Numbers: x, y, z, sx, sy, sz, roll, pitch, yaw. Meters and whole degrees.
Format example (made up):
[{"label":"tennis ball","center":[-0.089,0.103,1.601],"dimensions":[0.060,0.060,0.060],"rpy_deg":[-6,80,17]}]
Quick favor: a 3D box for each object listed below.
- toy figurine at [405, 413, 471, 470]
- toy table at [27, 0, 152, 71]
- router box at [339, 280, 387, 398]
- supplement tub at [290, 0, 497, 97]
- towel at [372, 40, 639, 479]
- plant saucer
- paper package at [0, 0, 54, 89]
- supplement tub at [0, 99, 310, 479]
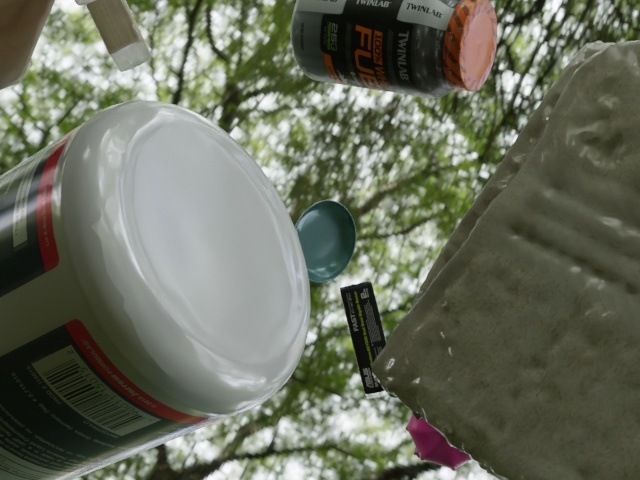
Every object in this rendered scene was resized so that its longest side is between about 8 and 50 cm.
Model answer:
[{"label":"toy figurine","center":[0.143,0.171,1.123],"dimensions":[0.130,0.159,0.173],"rpy_deg":[51,-42,12]},{"label":"toy table","center":[-0.166,-0.203,0.700],"dimensions":[0.274,0.252,0.161],"rpy_deg":[-25,-92,8]},{"label":"router box","center":[0.054,0.113,1.261],"dimensions":[0.038,0.123,0.092],"rpy_deg":[-14,-12,1]},{"label":"supplement tub","center":[0.075,-0.209,1.143],"dimensions":[0.190,0.117,0.117],"rpy_deg":[13,-46,30]},{"label":"towel","center":[0.149,0.041,0.388],"dimensions":[0.049,0.187,0.282],"rpy_deg":[30,5,-40]},{"label":"plant saucer","center":[0.000,0.000,1.602],"dimensions":[0.021,0.119,0.119],"rpy_deg":[13,-42,49]},{"label":"paper package","center":[-0.251,-0.131,0.394],"dimensions":[0.168,0.325,0.309],"rpy_deg":[52,-36,3]},{"label":"supplement tub","center":[-0.161,0.049,0.697],"dimensions":[0.272,0.191,0.191],"rpy_deg":[-25,-65,31]}]
